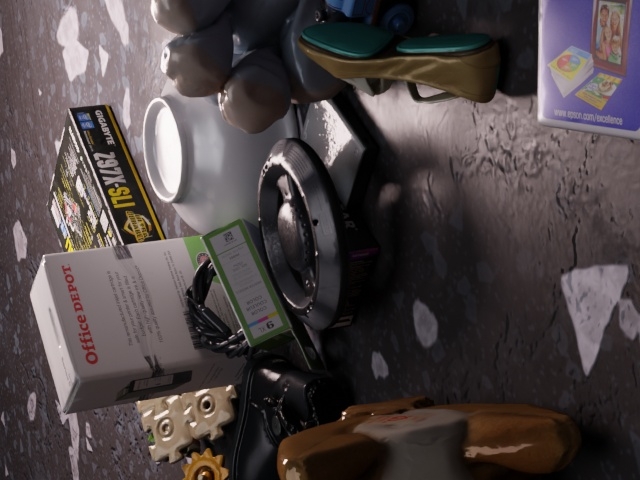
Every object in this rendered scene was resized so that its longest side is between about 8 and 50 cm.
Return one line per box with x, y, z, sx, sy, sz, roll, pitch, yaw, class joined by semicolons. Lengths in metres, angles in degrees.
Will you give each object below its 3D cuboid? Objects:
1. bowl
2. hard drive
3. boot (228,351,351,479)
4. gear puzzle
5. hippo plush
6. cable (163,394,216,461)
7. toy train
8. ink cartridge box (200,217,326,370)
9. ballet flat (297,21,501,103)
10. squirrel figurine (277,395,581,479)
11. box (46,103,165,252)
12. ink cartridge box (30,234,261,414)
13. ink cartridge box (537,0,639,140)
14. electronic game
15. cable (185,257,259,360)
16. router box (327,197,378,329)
-0.150;-0.125;2.017;0.298;0.134;0.297;29;123;58;bowl
0.021;-0.116;1.802;0.135;0.022;0.094;59;145;39;hard drive
-0.038;0.276;1.942;0.207;0.094;0.246;-160;72;-65;boot
-0.191;0.233;2.234;0.175;0.044;0.339;-31;62;22;gear puzzle
-0.117;-0.268;1.791;0.236;0.234;0.294;-1;93;64;hippo plush
-0.227;0.234;2.364;0.287;0.072;0.139;-114;36;-49;cable
0.053;-0.288;1.601;0.080;0.105;0.184;57;144;40;toy train
-0.072;0.081;1.899;0.209;0.062;0.109;64;-175;10;ink cartridge box
0.076;-0.176;1.544;0.232;0.080;0.073;10;123;35;ballet flat
0.097;0.359;1.547;0.397;0.281;0.370;-175;77;-79;squirrel figurine
-0.364;-0.027;2.529;0.322;0.079;0.257;63;150;33;box
-0.247;0.113;2.114;0.115;0.273;0.198;-58;46;52;ink cartridge box
0.283;-0.230;1.210;0.303;0.072;0.307;20;113;62;ink cartridge box
-0.019;-0.008;1.778;0.229;0.048;0.229;168;90;-69;electronic game
-0.113;0.083;2.030;0.184;0.047;0.150;7;84;44;cable
0.000;0.000;1.848;0.179;0.046;0.133;58;144;39;router box
